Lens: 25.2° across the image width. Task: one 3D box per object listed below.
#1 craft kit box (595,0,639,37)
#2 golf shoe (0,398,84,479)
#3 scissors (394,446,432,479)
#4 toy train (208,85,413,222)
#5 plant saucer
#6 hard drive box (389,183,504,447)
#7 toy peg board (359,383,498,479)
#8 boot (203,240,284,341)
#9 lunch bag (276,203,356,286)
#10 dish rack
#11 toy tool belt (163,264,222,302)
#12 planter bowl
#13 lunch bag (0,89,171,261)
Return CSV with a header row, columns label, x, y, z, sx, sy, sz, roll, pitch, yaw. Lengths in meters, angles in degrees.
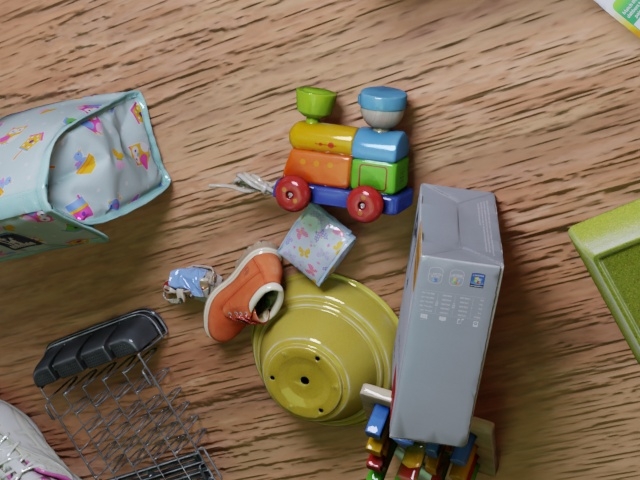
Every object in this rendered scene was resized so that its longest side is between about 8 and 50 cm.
label,x,y,z,sx,sy,sz,roll,pitch,yaw
craft kit box,0.371,-0.308,1.389,0.246,0.061,0.250,39,123,0
golf shoe,-0.408,0.310,1.966,0.306,0.115,0.140,41,165,-4
scissors,0.183,0.350,1.797,0.297,0.021,0.109,27,121,10
toy train,-0.016,-0.111,1.631,0.248,0.105,0.143,9,106,20
plant saucer,0.385,0.042,1.549,0.188,0.045,0.188,-24,102,31
hard drive box,0.137,0.081,1.590,0.089,0.181,0.232,7,117,0
toy peg board,0.121,0.255,1.697,0.161,0.079,0.160,15,156,16
boot,-0.094,0.083,1.752,0.059,0.084,0.158,13,129,-29
lunch bag,0.000,0.000,1.699,0.071,0.053,0.083,38,132,7
dish rack,-0.251,0.242,1.915,0.208,0.074,0.271,-21,105,31
toy tool belt,-0.168,0.054,1.796,0.083,0.051,0.052,-1,76,23
planter bowl,-0.005,0.153,1.750,0.217,0.090,0.217,10,116,21
lunch bag,-0.339,-0.065,1.696,0.223,0.262,0.160,-9,109,26
